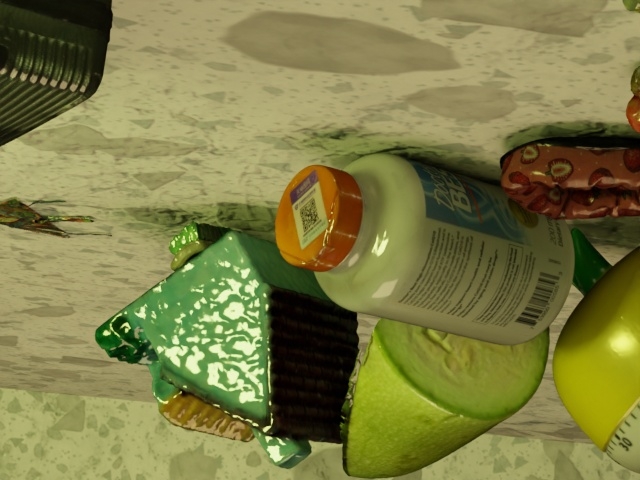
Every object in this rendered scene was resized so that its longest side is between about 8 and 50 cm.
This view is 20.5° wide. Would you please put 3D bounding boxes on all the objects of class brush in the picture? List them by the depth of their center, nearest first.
[{"bbox_3d":[-0.086,0.020,2.084,0.054,0.048,0.282,-35,158,22],"label":"brush"}]

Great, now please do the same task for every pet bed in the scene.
[{"bbox_3d":[0.262,-0.057,1.636,0.201,0.053,0.201,1,171,0],"label":"pet bed"}]

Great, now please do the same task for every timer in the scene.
[{"bbox_3d":[0.345,0.088,1.899,0.285,0.285,0.285,4,167,1],"label":"timer"}]

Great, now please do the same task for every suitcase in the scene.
[{"bbox_3d":[-0.291,-0.144,1.277,0.202,0.128,0.312,13,164,-32],"label":"suitcase"}]

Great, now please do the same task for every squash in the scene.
[{"bbox_3d":[0.096,0.142,1.983,0.210,0.233,0.309,40,146,-12],"label":"squash"}]

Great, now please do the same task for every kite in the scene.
[{"bbox_3d":[-0.339,-0.023,2.073,0.160,0.010,0.183,1,166,13],"label":"kite"}]

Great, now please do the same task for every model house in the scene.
[{"bbox_3d":[-0.069,0.161,2.022,0.230,0.248,0.280,-35,159,17],"label":"model house"}]

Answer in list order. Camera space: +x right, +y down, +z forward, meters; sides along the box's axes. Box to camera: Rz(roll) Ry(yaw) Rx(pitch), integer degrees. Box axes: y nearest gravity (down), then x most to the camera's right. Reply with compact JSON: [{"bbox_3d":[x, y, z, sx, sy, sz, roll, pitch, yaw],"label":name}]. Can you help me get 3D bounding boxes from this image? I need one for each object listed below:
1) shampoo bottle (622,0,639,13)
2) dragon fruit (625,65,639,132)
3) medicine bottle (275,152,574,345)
[{"bbox_3d":[0.274,-0.151,1.164,0.162,0.079,0.079,9,166,-16],"label":"shampoo bottle"},{"bbox_3d":[0.330,-0.070,1.398,0.208,0.133,0.150,34,141,1],"label":"dragon fruit"},{"bbox_3d":[0.098,0.005,1.723,0.289,0.157,0.157,15,163,-36],"label":"medicine bottle"}]
